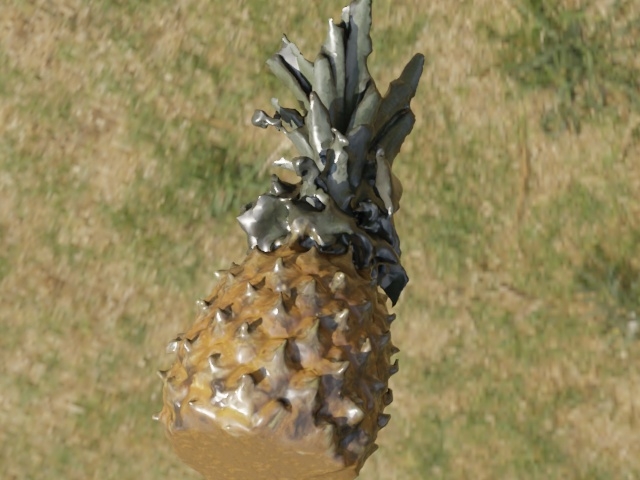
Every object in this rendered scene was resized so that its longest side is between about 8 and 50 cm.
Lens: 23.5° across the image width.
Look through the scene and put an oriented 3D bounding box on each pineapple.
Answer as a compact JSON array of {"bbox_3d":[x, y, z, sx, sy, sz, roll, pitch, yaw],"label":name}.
[{"bbox_3d":[0.003,0.002,1.087,0.166,0.364,0.165,12,147,8],"label":"pineapple"}]
